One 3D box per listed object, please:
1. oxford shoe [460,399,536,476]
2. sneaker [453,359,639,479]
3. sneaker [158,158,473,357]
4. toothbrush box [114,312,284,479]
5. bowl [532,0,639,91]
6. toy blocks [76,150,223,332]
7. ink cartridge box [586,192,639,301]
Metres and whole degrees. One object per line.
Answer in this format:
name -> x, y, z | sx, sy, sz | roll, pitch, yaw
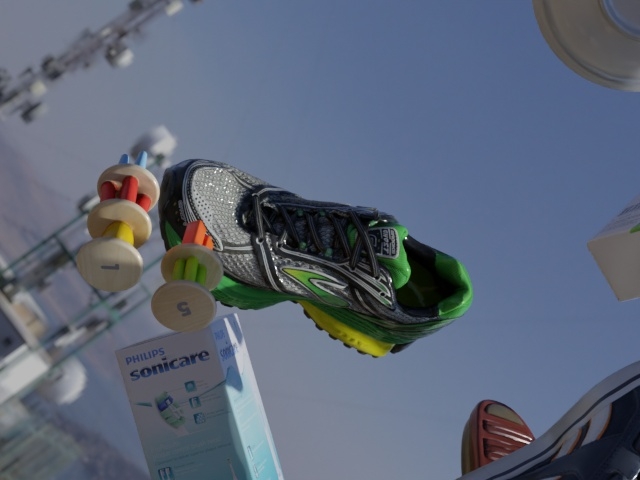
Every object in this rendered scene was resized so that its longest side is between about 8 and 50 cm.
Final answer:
oxford shoe -> 0.169, 0.328, 1.302 | 0.123, 0.130, 0.348 | 22, 48, -29
sneaker -> 0.247, 0.228, 1.174 | 0.127, 0.321, 0.126 | 44, -20, 47
sneaker -> 0.000, 0.000, 1.234 | 0.343, 0.134, 0.146 | 21, -32, -31
toothbrush box -> -0.136, 0.250, 1.615 | 0.216, 0.126, 0.295 | -17, 92, -85
bowl -> 0.425, -0.332, 1.683 | 0.298, 0.298, 0.134 | 55, 13, -8
toy blocks -> -0.133, -0.007, 1.074 | 0.123, 0.054, 0.148 | 32, 33, -21
ink cartridge box -> 0.566, -0.037, 1.964 | 0.198, 0.273, 0.115 | -20, -76, 53
